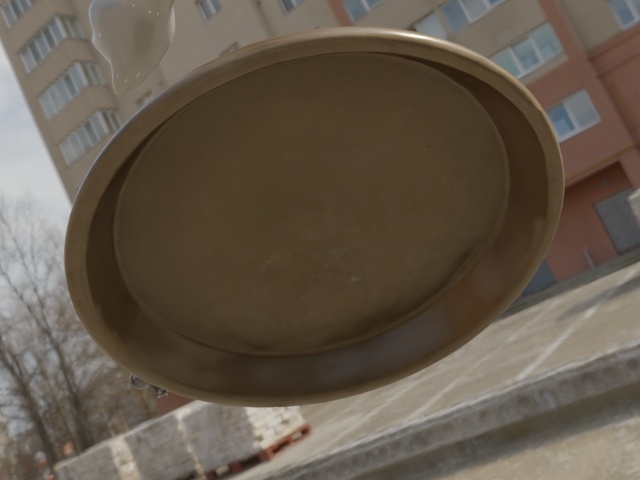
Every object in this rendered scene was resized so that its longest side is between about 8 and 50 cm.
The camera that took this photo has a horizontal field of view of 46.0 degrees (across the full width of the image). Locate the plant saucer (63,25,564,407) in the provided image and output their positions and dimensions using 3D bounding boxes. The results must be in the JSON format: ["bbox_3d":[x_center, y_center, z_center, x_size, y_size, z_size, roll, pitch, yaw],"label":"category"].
[{"bbox_3d":[0.000,0.000,0.430,0.277,0.041,0.278,-9,-46,-9],"label":"plant saucer"}]

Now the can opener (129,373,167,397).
[{"bbox_3d":[-0.145,0.115,0.781,0.059,0.073,0.186,-29,1,-44],"label":"can opener"}]

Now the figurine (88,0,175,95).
[{"bbox_3d":[-0.092,-0.223,0.505,0.092,0.215,0.209,21,-28,-18],"label":"figurine"}]
